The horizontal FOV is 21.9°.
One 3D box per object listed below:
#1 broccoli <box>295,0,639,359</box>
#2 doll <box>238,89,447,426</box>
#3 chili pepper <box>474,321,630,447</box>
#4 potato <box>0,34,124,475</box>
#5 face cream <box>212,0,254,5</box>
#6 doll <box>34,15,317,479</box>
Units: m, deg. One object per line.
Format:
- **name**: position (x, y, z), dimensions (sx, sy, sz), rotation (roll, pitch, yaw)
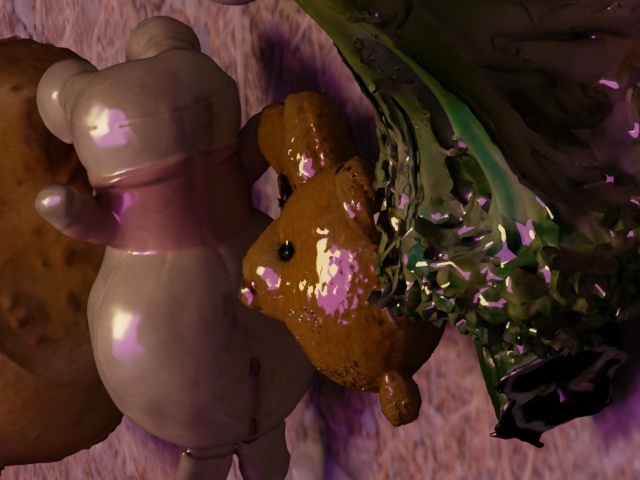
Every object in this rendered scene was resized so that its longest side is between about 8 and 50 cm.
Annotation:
- **broccoli**: position (0.062, -0.068, 0.591), dimensions (0.219, 0.194, 0.194), rotation (-44, 51, 17)
- **doll**: position (0.000, 0.000, 0.807), dimensions (0.209, 0.097, 0.137), rotation (-125, 17, -67)
- **chili pepper**: position (0.072, -0.025, 0.739), dimensions (0.088, 0.059, 0.227), rotation (87, 168, -59)
- **potato**: position (-0.166, 0.008, 1.074), dimensions (0.300, 0.196, 0.247), rotation (74, 179, -64)
- **face cream**: position (-0.113, -0.245, 1.011), dimensions (0.336, 0.080, 0.163), rotation (29, 122, 57)
- **doll**: position (-0.073, 0.011, 0.901), dimensions (0.113, 0.154, 0.275), rotation (-15, 91, 63)
